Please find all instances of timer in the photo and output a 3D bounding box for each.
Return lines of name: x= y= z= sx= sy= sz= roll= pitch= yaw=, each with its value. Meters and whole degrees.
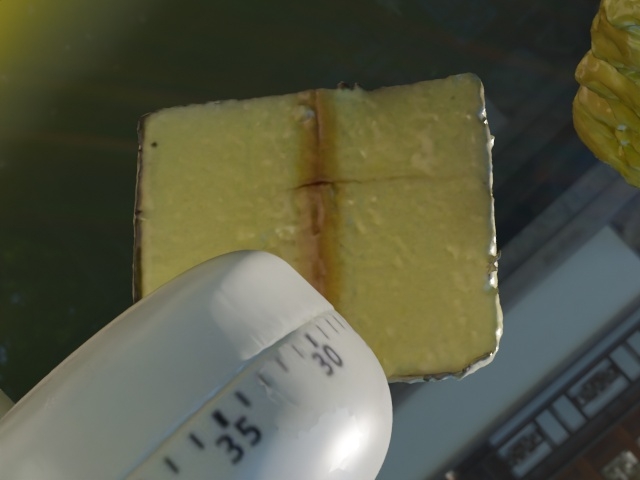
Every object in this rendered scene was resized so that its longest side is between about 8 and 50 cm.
timer: x=-0.091 y=0.097 z=0.505 sx=0.233 sy=0.240 sz=0.233 roll=-45 pitch=171 yaw=-9

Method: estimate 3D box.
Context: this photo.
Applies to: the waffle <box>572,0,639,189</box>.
waffle: x=0.144 y=-0.100 z=0.355 sx=0.160 sy=0.055 sz=0.211 roll=-49 pitch=166 yaw=1

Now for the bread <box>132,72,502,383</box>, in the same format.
bread: x=0.000 y=0.000 z=0.737 sx=0.240 sy=0.178 sz=0.135 roll=-5 pitch=122 yaw=1
